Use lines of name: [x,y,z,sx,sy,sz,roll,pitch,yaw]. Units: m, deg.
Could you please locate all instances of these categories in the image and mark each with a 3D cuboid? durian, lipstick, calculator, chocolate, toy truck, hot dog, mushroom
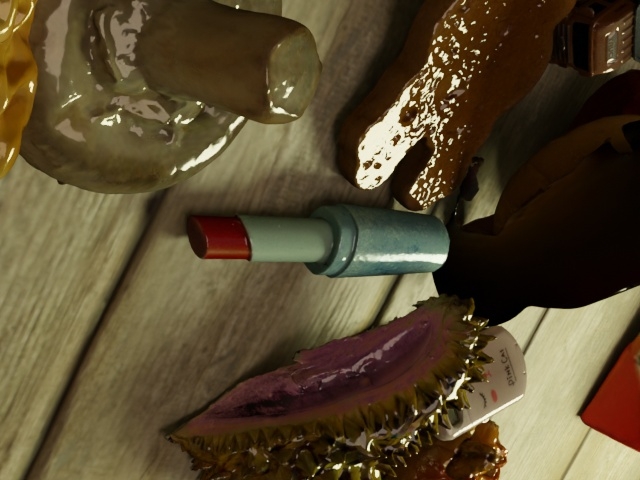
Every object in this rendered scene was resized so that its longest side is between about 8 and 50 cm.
durian: [0.037,0.190,0.919,0.341,0.112,0.191,-23,120,-13]
lipstick: [0.000,0.000,0.845,0.274,0.061,0.068,1,131,-39]
calculator: [0.178,0.168,1.117,0.175,0.032,0.100,-21,93,-34]
chocolate: [0.630,0.206,1.513,0.360,0.161,0.341,21,103,-49]
toy truck: [0.315,-0.245,0.966,0.192,0.092,0.083,-36,136,-21]
hot dog: [0.114,0.366,1.150,0.349,0.117,0.158,-51,140,-6]
hot dog: [0.253,-0.040,0.942,0.194,0.326,0.107,60,37,-20]
mushroom: [-0.091,-0.117,0.564,0.207,0.215,0.207,-28,130,-39]

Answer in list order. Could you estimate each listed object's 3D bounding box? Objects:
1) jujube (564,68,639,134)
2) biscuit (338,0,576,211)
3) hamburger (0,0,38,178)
jujube: [0.343,-0.063,1.052,0.174,0.174,0.251,-1,115,-44]
biscuit: [0.134,-0.160,0.857,0.295,0.044,0.186,-52,144,14]
hamburger: [-0.219,-0.117,0.437,0.148,0.237,0.237,-14,125,-40]
